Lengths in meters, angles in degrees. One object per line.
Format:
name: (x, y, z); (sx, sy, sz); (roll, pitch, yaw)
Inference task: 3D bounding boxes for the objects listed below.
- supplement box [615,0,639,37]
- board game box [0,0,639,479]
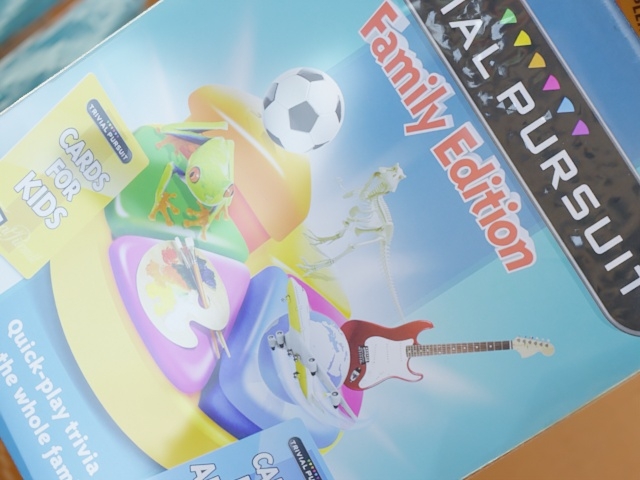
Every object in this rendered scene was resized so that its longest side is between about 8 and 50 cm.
supplement box: (0.224, -0.133, 0.939); (0.080, 0.233, 0.078); (160, 93, -71)
board game box: (0.000, 0.000, 0.792); (0.254, 0.336, 0.079); (58, -168, 11)
